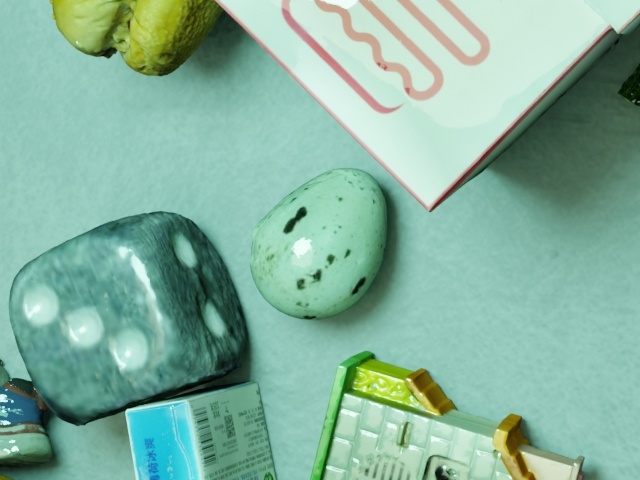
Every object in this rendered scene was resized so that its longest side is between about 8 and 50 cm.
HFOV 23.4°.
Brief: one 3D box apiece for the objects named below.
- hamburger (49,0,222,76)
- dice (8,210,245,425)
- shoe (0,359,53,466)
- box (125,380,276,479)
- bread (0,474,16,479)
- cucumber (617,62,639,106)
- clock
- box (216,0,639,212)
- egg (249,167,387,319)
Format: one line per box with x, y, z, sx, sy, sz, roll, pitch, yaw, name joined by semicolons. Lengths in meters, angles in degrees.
-0.144;-0.304;1.520;0.170;0.290;0.314;31;112;0;hamburger
-0.197;0.081;1.600;0.182;0.181;0.183;-24;85;19;dice
-0.392;0.188;1.721;0.228;0.099;0.125;-2;80;29;shoe
-0.116;0.223;1.568;0.073;0.194;0.139;-11;87;18;box
-0.401;0.330;1.686;0.250;0.133;0.179;-9;131;29;bread
0.355;-0.202;1.459;0.058;0.058;0.187;36;101;15;cucumber
0.122;0.254;1.537;0.255;0.106;0.219;16;98;14;clock
0.120;-0.248;1.384;0.312;0.314;0.300;44;107;2;box
0.000;0.000;1.556;0.131;0.131;0.164;24;84;18;egg
